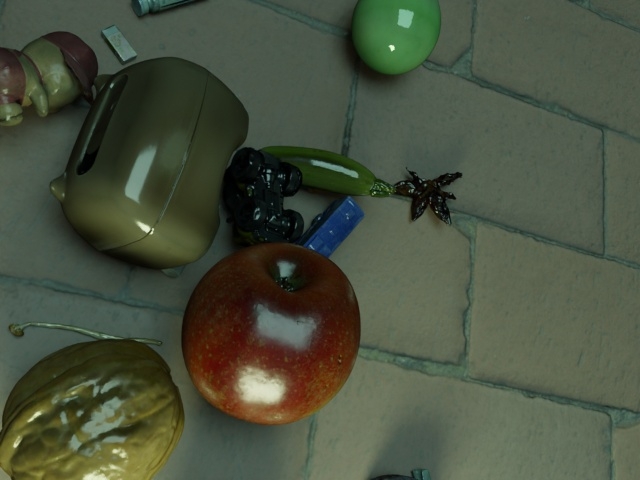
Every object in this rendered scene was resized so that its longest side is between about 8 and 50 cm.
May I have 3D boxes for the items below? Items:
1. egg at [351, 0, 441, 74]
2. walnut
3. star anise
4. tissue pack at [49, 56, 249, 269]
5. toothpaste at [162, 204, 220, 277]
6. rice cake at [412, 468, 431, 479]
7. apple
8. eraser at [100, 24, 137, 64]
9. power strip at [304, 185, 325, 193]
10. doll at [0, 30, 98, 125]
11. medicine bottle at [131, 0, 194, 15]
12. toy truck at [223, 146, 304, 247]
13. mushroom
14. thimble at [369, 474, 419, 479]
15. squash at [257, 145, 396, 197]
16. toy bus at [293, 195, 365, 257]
[{"bbox_3d":[0.189,-0.540,1.822,0.220,0.220,0.270,28,65,-14],"label":"egg"},{"bbox_3d":[-0.393,0.312,1.261,0.312,0.252,0.277,-23,84,-19],"label":"walnut"},{"bbox_3d":[0.271,-0.105,1.817,0.212,0.053,0.157,3,71,-26],"label":"star anise"},{"bbox_3d":[-0.325,-0.158,1.418,0.276,0.267,0.387,33,61,-40],"label":"tissue pack"},{"bbox_3d":[-0.275,-0.012,1.543,0.067,0.043,0.195,27,59,-11],"label":"toothpaste"},{"bbox_3d":[0.231,0.586,1.586,0.042,0.030,0.180,2,72,-38],"label":"rice cake"},{"bbox_3d":[-0.090,0.169,1.403,0.348,0.277,0.349,15,30,-9],"label":"apple"},{"bbox_3d":[-0.441,-0.429,1.609,0.038,0.019,0.083,-36,90,-28],"label":"eraser"},{"bbox_3d":[0.044,-0.145,1.738,0.178,0.028,0.049,-8,76,-27],"label":"power strip"},{"bbox_3d":[-0.554,-0.318,1.446,0.255,0.152,0.196,-32,79,-40],"label":"doll"},{"bbox_3d":[-0.337,-0.560,1.683,0.191,0.051,0.051,-27,86,-30],"label":"medicine bottle"},{"bbox_3d":[-0.138,-0.077,1.543,0.147,0.165,0.225,17,57,-42],"label":"toy truck"},{"bbox_3d":[-0.445,0.179,1.412,0.286,0.026,0.028,8,86,-24],"label":"mushroom"},{"bbox_3d":[0.157,0.559,1.524,0.150,0.097,0.150,8,71,-23],"label":"thimble"},{"bbox_3d":[0.007,-0.158,1.654,0.340,0.094,0.095,11,68,-2],"label":"squash"},{"bbox_3d":[-0.001,-0.003,1.633,0.079,0.094,0.236,45,61,-6],"label":"toy bus"}]
